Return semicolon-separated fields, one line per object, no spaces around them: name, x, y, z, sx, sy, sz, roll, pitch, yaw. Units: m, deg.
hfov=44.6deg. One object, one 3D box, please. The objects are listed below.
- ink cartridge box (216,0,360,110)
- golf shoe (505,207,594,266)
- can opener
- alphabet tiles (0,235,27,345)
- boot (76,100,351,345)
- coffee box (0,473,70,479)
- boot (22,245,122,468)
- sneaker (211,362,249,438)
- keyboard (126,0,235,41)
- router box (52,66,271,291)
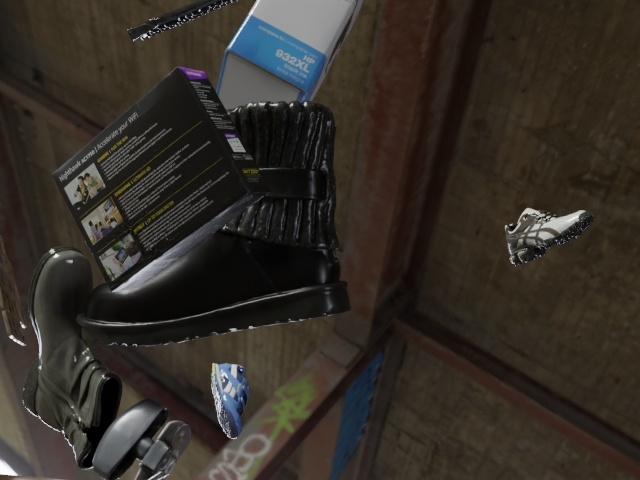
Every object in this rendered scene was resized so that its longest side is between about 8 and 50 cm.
ink cartridge box;-0.037;-0.308;1.188;0.129;0.307;0.223;27;-25;-2
golf shoe;0.411;-0.025;1.442;0.198;0.077;0.094;-36;-111;50
can opener;-0.249;0.312;0.876;0.095;0.283;0.076;28;-20;22
alphabet tiles;-0.503;0.071;1.251;0.237;0.009;0.198;136;-62;-72
boot;-0.137;-0.020;0.941;0.348;0.131;0.260;-9;-91;4
coffee box;-0.533;0.465;1.270;0.246;0.141;0.098;11;-53;-14
boot;-0.291;0.142;0.963;0.161;0.083;0.246;22;-71;41
sneaker;-0.138;0.251;1.250;0.144;0.059;0.053;-111;-153;-46
keyboard;-0.200;-0.421;1.393;0.201;0.317;0.033;12;-53;57
router box;-0.150;-0.053;0.720;0.179;0.046;0.133;-33;-100;23
